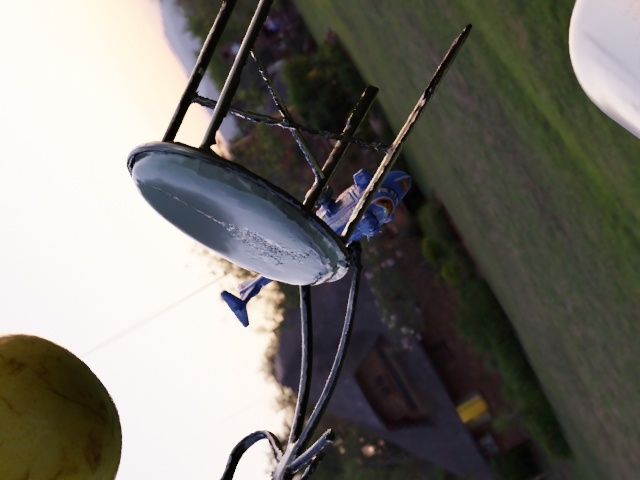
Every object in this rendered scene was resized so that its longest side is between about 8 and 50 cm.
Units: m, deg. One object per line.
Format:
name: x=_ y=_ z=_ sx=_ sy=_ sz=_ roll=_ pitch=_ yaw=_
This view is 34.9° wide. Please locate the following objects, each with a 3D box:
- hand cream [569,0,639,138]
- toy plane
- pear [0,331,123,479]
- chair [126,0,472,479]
hand cream: x=0.235 y=-0.059 z=0.447 sx=0.118 sy=0.185 sz=0.359 roll=64 pitch=179 yaw=-29
toy plane: x=0.000 y=0.000 z=0.758 sx=0.054 sy=0.167 sz=0.062 roll=55 pitch=179 yaw=-29
pear: x=-0.357 y=0.239 z=1.135 sx=0.281 sy=0.280 sz=0.281 roll=59 pitch=-179 yaw=-1
chair: x=-0.038 y=-0.009 z=0.602 sx=0.170 sy=0.326 sz=0.159 roll=31 pitch=160 yaw=-17
